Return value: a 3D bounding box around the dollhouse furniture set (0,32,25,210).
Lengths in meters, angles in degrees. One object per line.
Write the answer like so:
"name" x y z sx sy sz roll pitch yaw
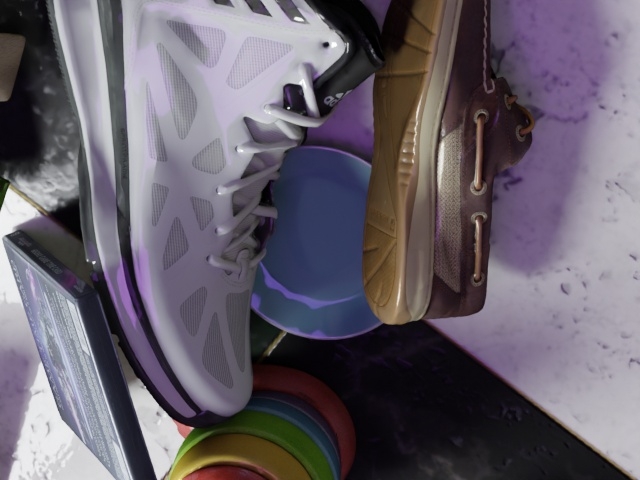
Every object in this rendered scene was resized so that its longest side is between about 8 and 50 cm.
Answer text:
"dollhouse furniture set" -0.423 -0.160 1.713 0.301 0.151 0.198 26 106 31

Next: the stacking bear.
"stacking bear" -0.073 0.238 1.661 0.164 0.289 0.175 -25 103 21

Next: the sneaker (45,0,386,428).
"sneaker" -0.063 -0.067 1.582 0.257 0.169 0.448 -10 98 18

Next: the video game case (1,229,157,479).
"video game case" -0.217 0.108 1.676 0.026 0.274 0.196 -21 108 -16

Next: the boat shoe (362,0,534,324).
"boat shoe" 0.118 -0.094 1.596 0.123 0.123 0.342 1 103 -19

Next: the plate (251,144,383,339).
"plate" 0.000 0.000 1.696 0.188 0.024 0.188 5 113 12
